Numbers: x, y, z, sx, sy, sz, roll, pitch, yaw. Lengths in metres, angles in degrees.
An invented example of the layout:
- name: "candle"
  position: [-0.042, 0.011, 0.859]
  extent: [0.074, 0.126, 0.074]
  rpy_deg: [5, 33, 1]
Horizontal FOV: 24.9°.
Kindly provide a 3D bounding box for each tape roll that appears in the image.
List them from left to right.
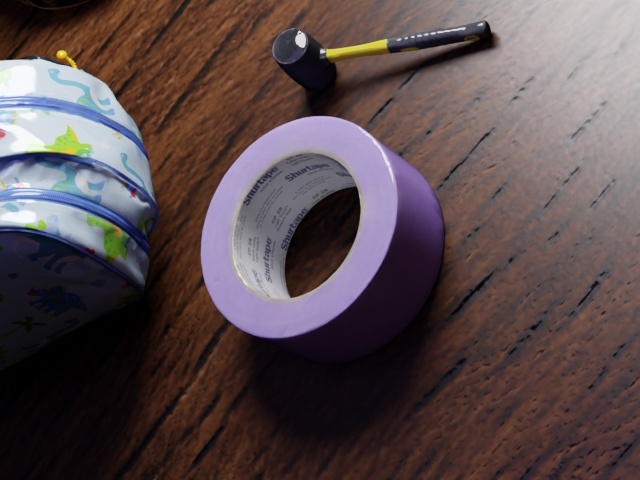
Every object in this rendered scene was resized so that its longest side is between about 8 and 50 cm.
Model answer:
- name: "tape roll"
  position: [0.000, 0.000, 1.179]
  extent: [0.189, 0.080, 0.189]
  rpy_deg: [-15, 62, 30]

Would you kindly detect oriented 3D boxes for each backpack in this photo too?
- name: "backpack"
  position: [-0.312, -0.011, 1.289]
  extent: [0.355, 0.290, 0.273]
  rpy_deg: [-34, 48, 7]

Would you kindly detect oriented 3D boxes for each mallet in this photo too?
- name: "mallet"
  position: [0.056, -0.161, 1.242]
  extent: [0.190, 0.062, 0.039]
  rpy_deg: [-3, 70, 18]

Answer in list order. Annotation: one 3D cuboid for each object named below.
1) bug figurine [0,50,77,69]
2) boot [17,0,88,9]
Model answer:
- name: "bug figurine"
  position: [-0.348, -0.220, 1.468]
  extent: [0.216, 0.072, 0.279]
  rpy_deg: [-16, 98, 44]
- name: "boot"
  position: [-0.327, -0.293, 1.520]
  extent: [0.305, 0.112, 0.115]
  rpy_deg: [-11, 75, 29]
